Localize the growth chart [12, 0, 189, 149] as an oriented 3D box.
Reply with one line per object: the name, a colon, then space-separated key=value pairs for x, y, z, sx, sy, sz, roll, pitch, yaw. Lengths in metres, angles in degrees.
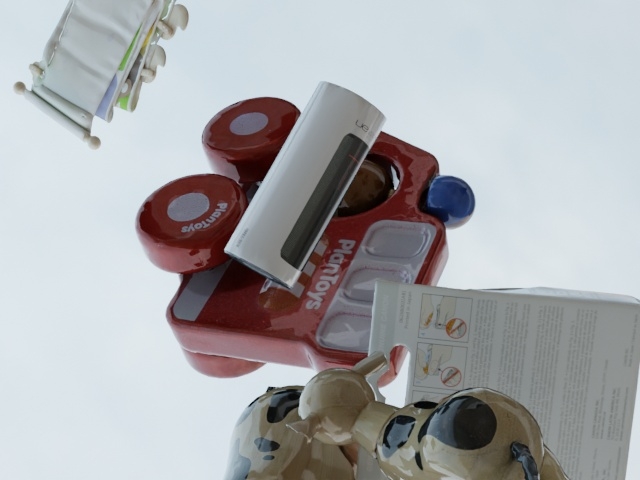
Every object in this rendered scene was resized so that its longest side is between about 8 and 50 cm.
growth chart: x=-0.239 y=-0.220 z=1.260 sx=0.172 sy=0.237 sz=0.021 roll=41 pitch=-165 yaw=24

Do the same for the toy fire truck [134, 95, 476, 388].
toy fire truck: x=0.000 y=0.000 z=1.015 sx=0.302 sy=0.254 sz=0.169 roll=-59 pitch=-33 yaw=-41

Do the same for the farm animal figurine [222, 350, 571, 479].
farm animal figurine: x=-0.013 y=0.178 z=0.702 sx=0.172 sy=0.330 sz=0.327 roll=43 pitch=-171 yaw=-11

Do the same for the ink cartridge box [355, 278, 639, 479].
ink cartridge box: x=0.120 y=0.102 z=0.764 sx=0.179 sy=0.145 sz=0.045 roll=6 pitch=-173 yaw=6

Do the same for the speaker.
speaker: x=-0.010 y=-0.039 z=0.765 sx=0.055 sy=0.055 sz=0.136 roll=32 pitch=-97 yaw=-20
